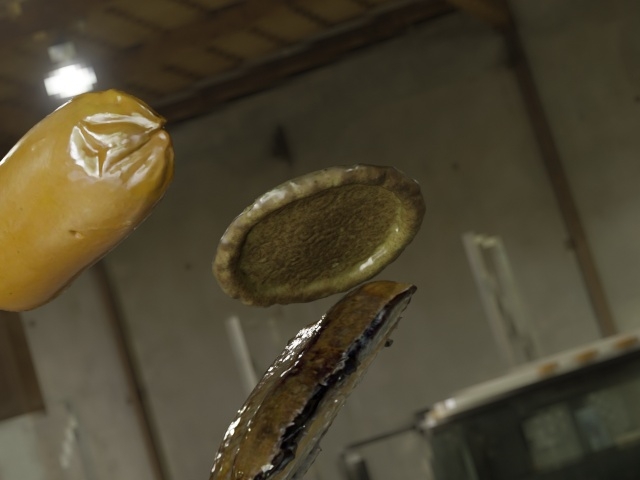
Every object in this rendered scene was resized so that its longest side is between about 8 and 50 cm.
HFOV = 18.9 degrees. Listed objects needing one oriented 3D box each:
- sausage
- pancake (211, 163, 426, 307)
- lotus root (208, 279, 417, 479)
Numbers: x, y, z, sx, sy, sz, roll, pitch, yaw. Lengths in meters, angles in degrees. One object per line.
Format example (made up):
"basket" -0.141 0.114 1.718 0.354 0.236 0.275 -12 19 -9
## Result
"sausage" -0.237 -0.037 1.754 0.116 0.134 0.354 -17 -13 -34
"pancake" -0.001 -0.001 1.604 0.199 0.021 0.199 -17 -31 -11
"lotus root" -0.028 0.140 1.585 0.329 0.078 0.167 -49 -14 -52
